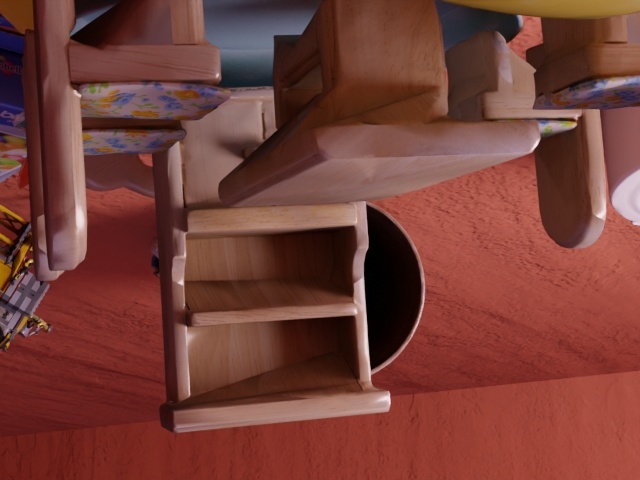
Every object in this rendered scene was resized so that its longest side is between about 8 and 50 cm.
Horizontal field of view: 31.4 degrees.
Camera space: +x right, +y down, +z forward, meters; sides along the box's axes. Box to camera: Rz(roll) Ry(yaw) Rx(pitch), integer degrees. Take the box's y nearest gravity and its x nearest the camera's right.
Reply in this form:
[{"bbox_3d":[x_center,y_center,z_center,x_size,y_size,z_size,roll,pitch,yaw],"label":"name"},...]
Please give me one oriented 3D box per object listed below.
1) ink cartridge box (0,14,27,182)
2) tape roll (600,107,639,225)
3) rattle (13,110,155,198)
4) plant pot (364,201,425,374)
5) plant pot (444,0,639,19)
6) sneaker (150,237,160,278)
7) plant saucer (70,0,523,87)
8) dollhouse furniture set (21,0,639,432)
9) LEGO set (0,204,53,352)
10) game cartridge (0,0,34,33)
[{"bbox_3d":[-0.333,-0.115,1.007,0.186,0.065,0.311,11,157,-36],"label":"ink cartridge box"},{"bbox_3d":[0.404,-0.094,1.050,0.286,0.100,0.286,-2,163,0],"label":"tape roll"},{"bbox_3d":[-0.181,-0.092,0.981,0.200,0.130,0.143,-24,-150,-22],"label":"rattle"},{"bbox_3d":[-0.004,0.061,1.399,0.215,0.215,0.230,2,176,-9],"label":"plant pot"},{"bbox_3d":[0.132,-0.211,0.454,0.254,0.254,0.239,-15,174,38],"label":"plant pot"},{"bbox_3d":[-0.178,0.033,1.501,0.084,0.069,0.185,8,157,1],"label":"sneaker"},{"bbox_3d":[-0.028,-0.146,0.758,0.318,0.043,0.317,-4,176,0],"label":"plant saucer"},{"bbox_3d":[0.000,0.000,0.733,0.362,0.256,0.394,-3,177,-17],"label":"dollhouse furniture set"},{"bbox_3d":[-0.408,0.087,1.319,0.192,0.255,0.331,34,139,-15],"label":"LEGO set"},{"bbox_3d":[-0.121,-0.231,0.671,0.285,0.052,0.323,-5,160,12],"label":"game cartridge"}]
